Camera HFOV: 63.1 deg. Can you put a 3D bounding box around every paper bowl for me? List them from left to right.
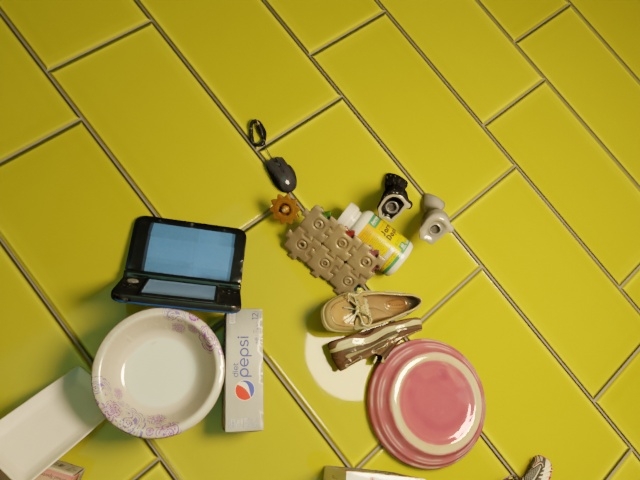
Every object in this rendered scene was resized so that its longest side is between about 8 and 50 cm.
[{"bbox_3d":[-0.368,0.304,1.207,0.284,0.148,0.284,3,74,-12],"label":"paper bowl"}]

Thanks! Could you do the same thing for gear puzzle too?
[{"bbox_3d":[0.000,0.000,1.397,0.339,0.175,0.044,39,27,-2],"label":"gear puzzle"}]

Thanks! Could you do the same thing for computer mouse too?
[{"bbox_3d":[-0.136,-0.243,1.476,0.071,0.041,0.242,-27,81,-18],"label":"computer mouse"}]

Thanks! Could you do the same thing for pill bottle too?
[{"bbox_3d":[0.140,-0.008,1.432,0.208,0.117,0.117,38,70,0],"label":"pill bottle"}]

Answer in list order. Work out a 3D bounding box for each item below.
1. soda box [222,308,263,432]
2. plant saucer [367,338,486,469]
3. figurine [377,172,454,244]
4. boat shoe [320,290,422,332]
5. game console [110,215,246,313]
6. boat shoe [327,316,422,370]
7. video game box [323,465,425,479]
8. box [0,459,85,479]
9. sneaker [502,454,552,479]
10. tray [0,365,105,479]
[{"bbox_3d":[-0.190,0.314,1.272,0.091,0.098,0.286,2,74,-14],"label":"soda box"},{"bbox_3d":[0.289,0.422,1.362,0.332,0.084,0.332,3,73,-12],"label":"plant saucer"},{"bbox_3d":[0.270,-0.105,1.479,0.215,0.092,0.209,28,30,-6],"label":"figurine"},{"bbox_3d":[0.133,0.174,1.360,0.285,0.089,0.104,-9,80,-31],"label":"boat shoe"},{"bbox_3d":[-0.332,0.053,1.279,0.293,0.250,0.173,7,98,-11],"label":"game console"},{"bbox_3d":[0.152,0.277,1.372,0.257,0.095,0.095,-16,80,-5],"label":"boat shoe"},{"bbox_3d":[0.119,0.562,1.218,0.187,0.205,0.048,8,69,-12],"label":"video game box"},{"bbox_3d":[-0.619,0.576,1.080,0.149,0.127,0.232,20,70,-7],"label":"box"},{"bbox_3d":[0.484,0.652,1.330,0.299,0.121,0.112,-33,53,-27],"label":"sneaker"},{"bbox_3d":[-0.575,0.393,1.121,0.145,0.030,0.270,37,31,7],"label":"tray"}]
